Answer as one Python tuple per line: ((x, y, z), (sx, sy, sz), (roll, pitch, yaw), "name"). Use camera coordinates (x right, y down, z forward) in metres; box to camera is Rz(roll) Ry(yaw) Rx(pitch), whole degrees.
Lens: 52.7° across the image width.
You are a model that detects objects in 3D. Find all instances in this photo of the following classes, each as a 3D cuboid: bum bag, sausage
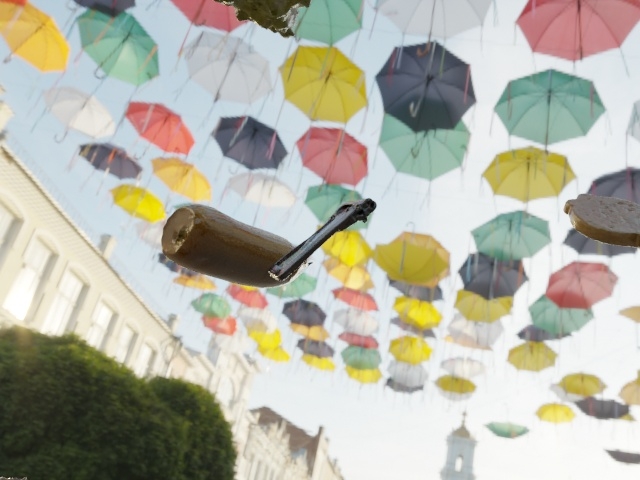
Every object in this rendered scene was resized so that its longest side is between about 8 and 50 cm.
((0.000, 0.000, 0.854), (0.026, 0.159, 0.109), (51, -8, -10), "bum bag")
((-0.127, 0.026, 1.146), (0.112, 0.112, 0.328), (-11, -23, 41), "sausage")

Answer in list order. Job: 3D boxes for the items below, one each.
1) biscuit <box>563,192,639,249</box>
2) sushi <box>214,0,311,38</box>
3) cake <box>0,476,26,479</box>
((0.394, -0.013, 0.786), (0.183, 0.133, 0.027), (8, -58, 12), "biscuit")
((-0.053, -0.512, 0.931), (0.240, 0.397, 0.351), (26, -39, -17), "sushi")
((-0.370, 0.396, 0.830), (0.147, 0.135, 0.135), (23, -55, -25), "cake")
